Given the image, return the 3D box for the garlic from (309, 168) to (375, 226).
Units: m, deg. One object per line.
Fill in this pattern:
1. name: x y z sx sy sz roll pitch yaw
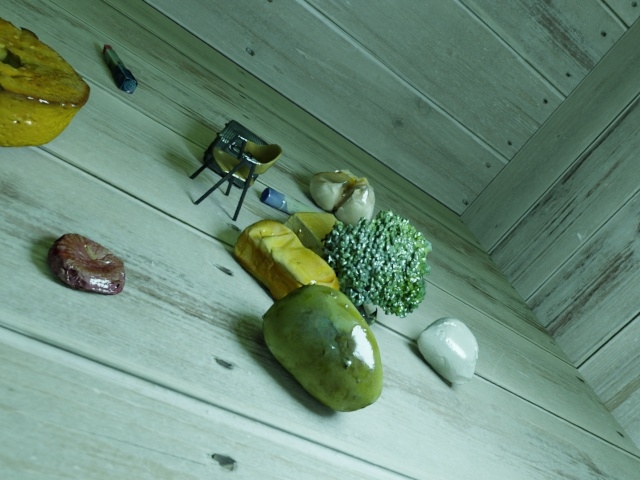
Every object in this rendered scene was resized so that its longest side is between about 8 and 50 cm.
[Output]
1. garlic: 0.106 -0.183 2.158 0.286 0.249 0.313 51 20 -14

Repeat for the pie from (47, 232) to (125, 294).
1. pie: -0.438 0.044 1.002 0.153 0.038 0.154 36 19 -14

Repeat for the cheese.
1. cheese: 0.403 0.336 1.651 0.198 0.154 0.189 47 39 9

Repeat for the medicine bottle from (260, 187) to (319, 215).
1. medicine bottle: -0.106 -0.122 1.895 0.230 0.059 0.059 23 25 -35

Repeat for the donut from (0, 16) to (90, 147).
1. donut: -0.737 -0.372 1.211 0.435 0.164 0.377 41 19 12

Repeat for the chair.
1. chair: -0.251 -0.210 1.568 0.172 0.247 0.159 23 24 -33

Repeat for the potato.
1. potato: 0.013 0.233 1.156 0.307 0.210 0.173 50 -19 12

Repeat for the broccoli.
1. broccoli: 0.154 0.083 1.541 0.272 0.333 0.325 79 8 -79

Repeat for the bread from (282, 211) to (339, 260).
1. bread: 0.000 0.000 1.750 0.185 0.114 0.274 49 23 16

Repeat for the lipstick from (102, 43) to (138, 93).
1. lipstick: -0.742 -0.633 1.918 0.051 0.051 0.312 13 30 -48

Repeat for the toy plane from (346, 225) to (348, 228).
1. toy plane: 0.127 -0.026 2.137 0.120 0.031 0.049 37 28 -13

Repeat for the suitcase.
1. suitcase: -0.290 -0.311 1.883 0.202 0.128 0.312 34 21 -13

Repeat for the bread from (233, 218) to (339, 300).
1. bread: -0.089 0.070 1.419 0.294 0.132 0.166 46 28 14
